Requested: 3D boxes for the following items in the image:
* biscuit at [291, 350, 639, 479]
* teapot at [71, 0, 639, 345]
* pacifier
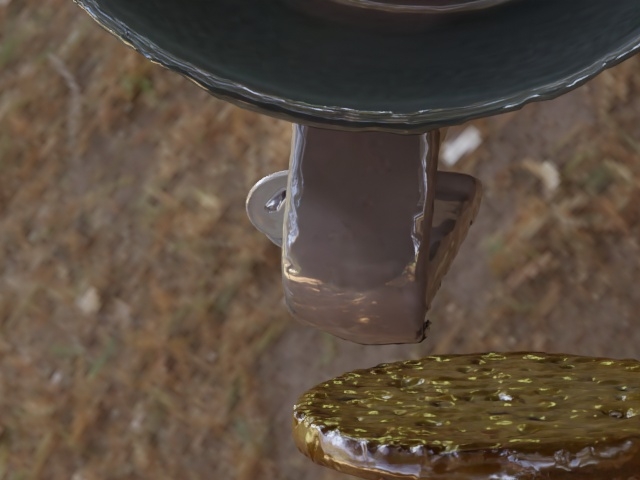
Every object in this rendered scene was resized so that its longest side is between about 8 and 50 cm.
[{"bbox_3d":[0.079,0.078,0.789,0.188,0.188,0.027,6,102,44],"label":"biscuit"},{"bbox_3d":[0.046,-0.140,0.523,0.253,0.344,0.300,9,107,13],"label":"teapot"},{"bbox_3d":[0.000,0.000,1.103,0.081,0.099,0.078,-48,31,44],"label":"pacifier"}]
